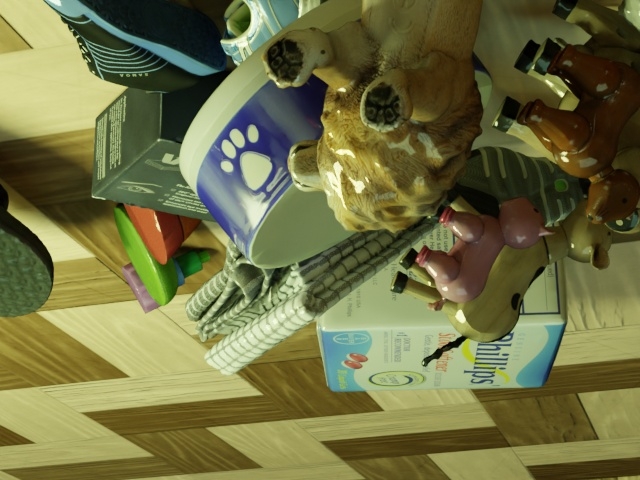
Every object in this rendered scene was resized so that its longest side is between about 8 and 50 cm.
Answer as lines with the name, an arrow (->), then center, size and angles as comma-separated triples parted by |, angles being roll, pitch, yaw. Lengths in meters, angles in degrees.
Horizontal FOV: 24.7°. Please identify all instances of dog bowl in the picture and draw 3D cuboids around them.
dog bowl -> 0.015, -0.096, 1.255 | 0.265, 0.104, 0.265 | -34, 164, -11

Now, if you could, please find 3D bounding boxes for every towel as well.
towel -> 0.000, 0.000, 1.498 | 0.284, 0.121, 0.235 | -36, 178, -31

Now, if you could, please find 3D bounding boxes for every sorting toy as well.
sorting toy -> -0.157, -0.014, 1.671 | 0.126, 0.127, 0.365 | -27, 166, -16

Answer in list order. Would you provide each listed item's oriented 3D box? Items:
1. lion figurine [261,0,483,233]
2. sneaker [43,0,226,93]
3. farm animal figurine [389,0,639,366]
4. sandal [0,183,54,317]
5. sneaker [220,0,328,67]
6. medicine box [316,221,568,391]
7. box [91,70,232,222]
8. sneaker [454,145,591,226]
lion figurine -> 0.065, -0.188, 0.992 | 0.142, 0.392, 0.240 | 21, -169, 20
sneaker -> -0.180, -0.180, 1.239 | 0.090, 0.081, 0.232 | -22, 152, 27
farm animal figurine -> 0.221, -0.065, 1.204 | 0.172, 0.327, 0.330 | 30, 149, -3
sandal -> -0.414, -0.060, 1.531 | 0.167, 0.107, 0.446 | -8, 144, 21
sneaker -> -0.048, -0.175, 1.280 | 0.081, 0.080, 0.211 | 10, 147, -10
medicine box -> 0.145, 0.080, 1.807 | 0.289, 0.149, 0.263 | -1, 158, 3
box -> -0.122, -0.095, 1.437 | 0.156, 0.093, 0.158 | 12, 156, -30
sneaker -> 0.180, -0.037, 1.428 | 0.229, 0.086, 0.132 | -2, 169, -32
